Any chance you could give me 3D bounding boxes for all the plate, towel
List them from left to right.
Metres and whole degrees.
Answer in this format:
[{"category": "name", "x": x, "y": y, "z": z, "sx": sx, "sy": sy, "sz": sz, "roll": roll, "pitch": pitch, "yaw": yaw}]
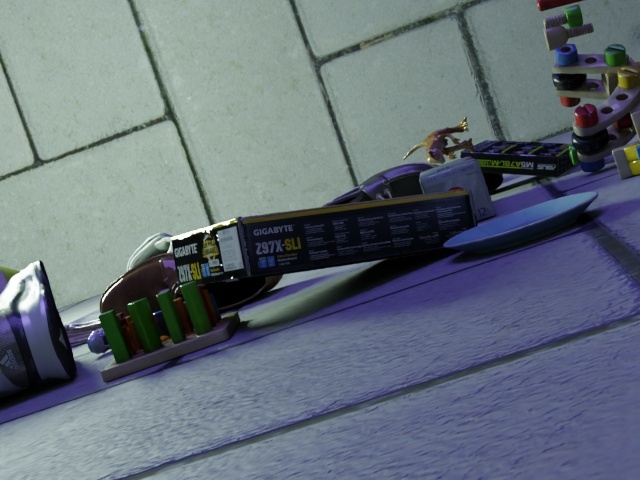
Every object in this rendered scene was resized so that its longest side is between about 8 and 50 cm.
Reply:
[{"category": "towel", "x": -0.286, "y": 0.104, "z": 2.114, "sx": 0.317, "sy": 0.053, "sz": 0.332, "roll": -18, "pitch": 5, "yaw": 27}, {"category": "plate", "x": 0.236, "y": -0.016, "z": 1.308, "sx": 0.188, "sy": 0.024, "sz": 0.188, "roll": -20, "pitch": 3, "yaw": 1}]

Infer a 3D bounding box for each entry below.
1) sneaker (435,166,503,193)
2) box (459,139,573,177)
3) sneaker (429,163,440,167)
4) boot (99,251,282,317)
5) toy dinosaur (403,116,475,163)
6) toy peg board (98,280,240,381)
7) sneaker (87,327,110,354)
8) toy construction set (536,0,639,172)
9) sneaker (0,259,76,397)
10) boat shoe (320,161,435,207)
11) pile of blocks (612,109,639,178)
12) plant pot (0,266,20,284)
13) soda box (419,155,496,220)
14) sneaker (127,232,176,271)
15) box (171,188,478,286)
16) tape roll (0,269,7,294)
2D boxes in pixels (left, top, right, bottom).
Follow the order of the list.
[{"category": "sneaker", "x": 0.244, "y": -0.106, "z": 2.167, "sx": 0.222, "sy": 0.083, "sz": 0.118, "roll": -18, "pitch": 4, "yaw": 6}, {"category": "box", "x": 0.372, "y": -0.154, "z": 2.081, "sx": 0.184, "sy": 0.045, "sz": 0.190, "roll": 7, "pitch": 14, "yaw": 22}, {"category": "sneaker", "x": 0.214, "y": -0.114, "z": 2.426, "sx": 0.130, "sy": 0.087, "sz": 0.227, "roll": -14, "pitch": 7, "yaw": -17}, {"category": "boot", "x": -0.213, "y": 0.077, "z": 1.732, "sx": 0.305, "sy": 0.112, "sz": 0.115, "roll": -16, "pitch": 11, "yaw": 12}, {"category": "toy dinosaur", "x": 0.203, "y": -0.172, "z": 1.941, "sx": 0.112, "sy": 0.064, "sz": 0.211, "roll": -12, "pitch": 8, "yaw": 0}, {"category": "toy peg board", "x": -0.194, "y": 0.102, "z": 1.406, "sx": 0.161, "sy": 0.079, "sz": 0.160, "roll": -19, "pitch": 4, "yaw": 2}, {"category": "sneaker", "x": -0.303, "y": 0.142, "z": 1.703, "sx": 0.069, "sy": 0.038, "sz": 0.098, "roll": -18, "pitch": 4, "yaw": 33}, {"category": "toy construction set", "x": 0.506, "y": -0.278, "z": 1.840, "sx": 0.237, "sy": 0.309, "sz": 0.257, "roll": -14, "pitch": 12, "yaw": 11}, {"category": "sneaker", "x": -0.505, "y": 0.149, "z": 1.631, "sx": 0.257, "sy": 0.169, "sz": 0.447, "roll": -18, "pitch": 6, "yaw": -13}, {"category": "boat shoe", "x": 0.063, "y": -0.036, "z": 2.002, "sx": 0.335, "sy": 0.112, "sz": 0.095, "roll": -23, "pitch": 15, "yaw": 15}, {"category": "pile of blocks", "x": 0.487, "y": -0.159, "z": 1.421, "sx": 0.149, "sy": 0.112, "sz": 0.362, "roll": -22, "pitch": 4, "yaw": -33}, {"category": "plant pot", "x": -0.663, "y": 0.149, "z": 2.103, "sx": 0.293, "sy": 0.275, "sz": 0.275, "roll": -3, "pitch": -4, "yaw": -25}, {"category": "soda box", "x": 0.218, "y": -0.078, "z": 1.811, "sx": 0.098, "sy": 0.091, "sz": 0.286, "roll": -18, "pitch": 3, "yaw": 7}, {"category": "sneaker", "x": -0.262, "y": 0.026, "z": 2.349, "sx": 0.292, "sy": 0.108, "sz": 0.169, "roll": -29, "pitch": -20, "yaw": -1}, {"category": "box", "x": 0.000, "y": 0.000, "z": 1.444, "sx": 0.322, "sy": 0.079, "sz": 0.257, "roll": -8, "pitch": -4, "yaw": -25}, {"category": "tape roll", "x": -0.600, "y": 0.118, "z": 1.762, "sx": 0.090, "sy": 0.275, "sz": 0.275, "roll": -18, "pitch": 4, "yaw": 19}]
